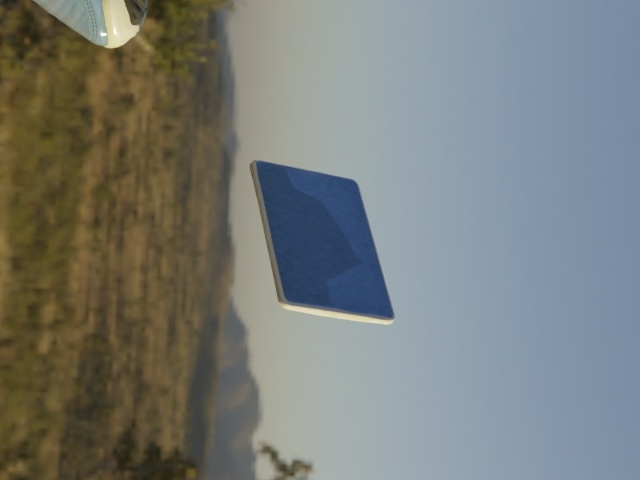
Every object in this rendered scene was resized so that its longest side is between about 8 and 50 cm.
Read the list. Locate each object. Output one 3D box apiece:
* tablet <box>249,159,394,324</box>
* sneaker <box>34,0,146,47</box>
[{"bbox_3d":[0.000,0.000,0.597,0.006,0.054,0.083,-57,-146,40],"label":"tablet"},{"bbox_3d":[-0.161,-0.151,0.576,0.081,0.211,0.080,-51,-166,-17],"label":"sneaker"}]
